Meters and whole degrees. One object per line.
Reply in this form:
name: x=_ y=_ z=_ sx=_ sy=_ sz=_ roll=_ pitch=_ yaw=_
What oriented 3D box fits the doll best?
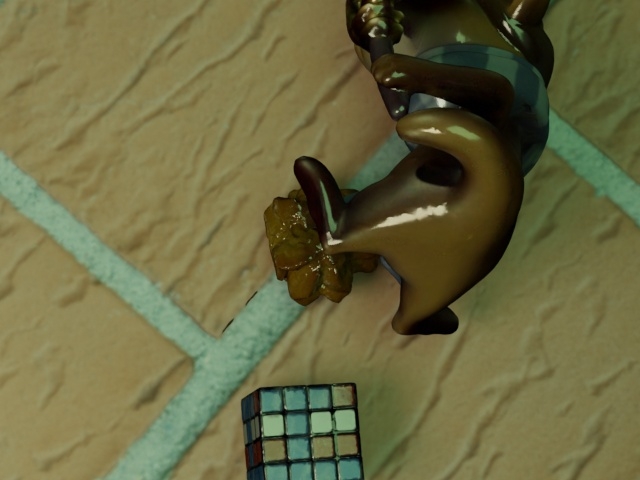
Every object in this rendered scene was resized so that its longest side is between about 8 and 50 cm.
doll: x=0.100 y=-0.108 z=1.762 sx=0.209 sy=0.318 sz=0.340 roll=5 pitch=51 yaw=14

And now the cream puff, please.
cream puff: x=0.000 y=0.000 z=1.800 sx=0.116 sy=0.094 sz=0.122 roll=37 pitch=78 yaw=0

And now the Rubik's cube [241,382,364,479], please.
Rubik's cube: x=-0.017 y=0.180 z=1.760 sx=0.092 sy=0.092 sz=0.092 roll=-3 pitch=80 yaw=-12
